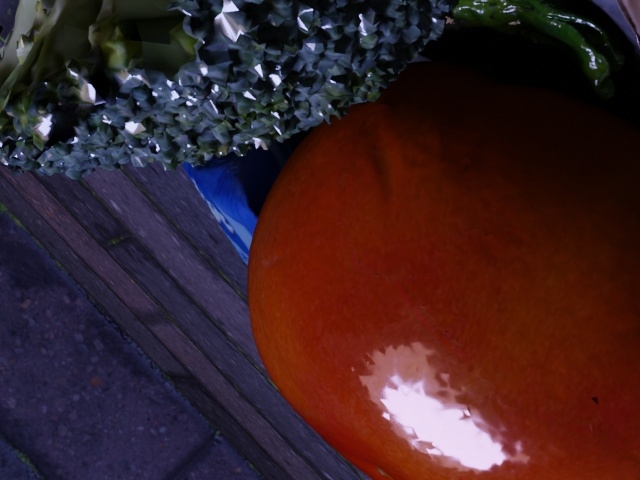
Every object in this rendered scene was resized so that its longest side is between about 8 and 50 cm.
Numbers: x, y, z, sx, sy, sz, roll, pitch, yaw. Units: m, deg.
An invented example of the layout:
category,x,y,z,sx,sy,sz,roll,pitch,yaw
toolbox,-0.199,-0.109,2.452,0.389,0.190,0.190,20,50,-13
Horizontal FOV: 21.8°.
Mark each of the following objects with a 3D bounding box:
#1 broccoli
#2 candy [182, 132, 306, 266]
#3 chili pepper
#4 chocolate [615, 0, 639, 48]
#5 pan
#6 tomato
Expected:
category,x,y,z,sx,sy,sz,roll,pitch,yaw
broccoli,-0.099,-0.186,0.651,0.361,0.221,0.252,51,163,24
candy,-0.034,-0.036,0.996,0.187,0.077,0.331,56,-177,-37
chili pepper,0.091,-0.091,0.691,0.091,0.034,0.030,34,-167,31
chocolate,0.133,-0.088,0.558,0.064,0.031,0.100,10,151,37
pan,0.068,-0.094,0.751,0.115,0.023,0.068,32,165,7
tomato,0.083,0.037,0.747,0.260,0.180,0.260,34,167,9
